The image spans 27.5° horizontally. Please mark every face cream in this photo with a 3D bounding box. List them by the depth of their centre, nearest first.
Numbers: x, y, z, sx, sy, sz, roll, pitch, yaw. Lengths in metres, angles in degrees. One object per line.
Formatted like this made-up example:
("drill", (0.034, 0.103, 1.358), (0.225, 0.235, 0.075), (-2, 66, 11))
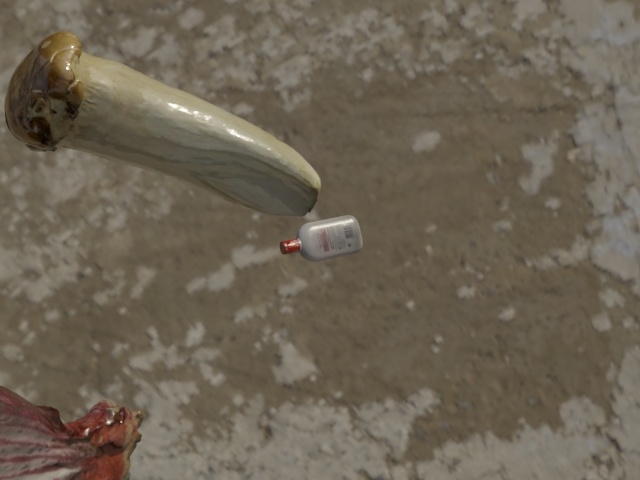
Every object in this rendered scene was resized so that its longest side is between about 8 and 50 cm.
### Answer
("face cream", (0.000, 0.000, 1.283), (0.083, 0.021, 0.040), (-11, 86, -25))

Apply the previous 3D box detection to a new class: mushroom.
("mushroom", (-0.099, -0.070, 0.850), (0.084, 0.209, 0.071), (-54, 24, 42))

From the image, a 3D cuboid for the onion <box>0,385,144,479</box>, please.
("onion", (-0.260, 0.168, 0.753), (0.159, 0.267, 0.348), (21, 22, 19))
